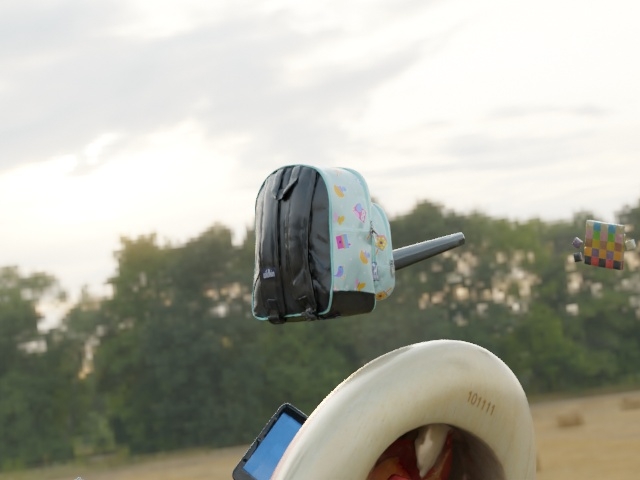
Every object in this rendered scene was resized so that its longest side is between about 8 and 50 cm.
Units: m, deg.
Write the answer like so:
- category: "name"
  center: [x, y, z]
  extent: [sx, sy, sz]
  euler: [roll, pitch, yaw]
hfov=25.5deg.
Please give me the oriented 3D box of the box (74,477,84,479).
- category: "box"
  center: [-0.357, 0.405, 1.813]
  extent: [0.233, 0.044, 0.159]
  euler: [-35, 24, -28]

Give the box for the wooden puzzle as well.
- category: "wooden puzzle"
  center: [0.311, 0.005, 1.554]
  extent: [0.006, 0.049, 0.083]
  euler: [-5, 12, -42]

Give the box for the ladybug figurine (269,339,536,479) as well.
- category: "ladybug figurine"
  center: [0.053, 0.309, 1.463]
  extent: [0.305, 0.449, 0.162]
  euler: [32, -10, -30]

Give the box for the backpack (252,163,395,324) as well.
- category: "backpack"
  center: [0.000, 0.000, 1.711]
  extent: [0.144, 0.188, 0.166]
  euler: [-6, -2, -38]

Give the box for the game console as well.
- category: "game console"
  center: [-0.039, 0.324, 2.084]
  extent: [0.085, 0.144, 0.124]
  euler: [44, -19, -22]

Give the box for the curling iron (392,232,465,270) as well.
- category: "curling iron"
  center: [0.071, 0.041, 1.978]
  extent: [0.274, 0.035, 0.068]
  euler: [-23, -16, -1]
